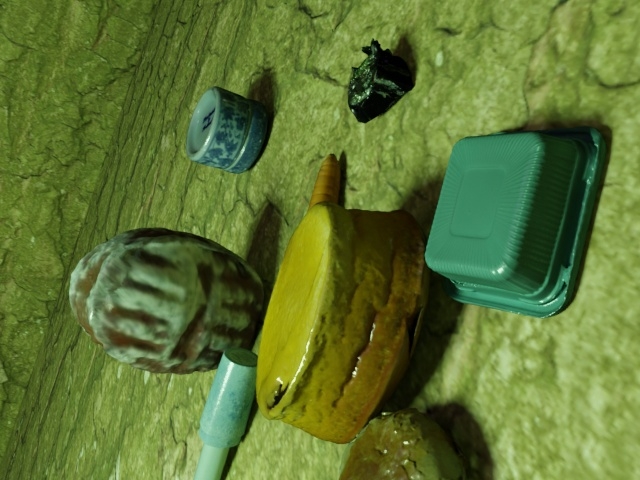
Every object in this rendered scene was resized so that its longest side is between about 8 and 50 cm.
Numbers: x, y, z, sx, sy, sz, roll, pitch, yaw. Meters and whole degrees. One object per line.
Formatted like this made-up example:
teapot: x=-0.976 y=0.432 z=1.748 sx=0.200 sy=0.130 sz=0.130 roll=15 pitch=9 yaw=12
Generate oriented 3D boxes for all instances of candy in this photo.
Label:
candy: x=-0.222 y=0.094 z=1.038 sx=0.157 sy=0.289 sz=0.214 roll=17 pitch=94 yaw=54

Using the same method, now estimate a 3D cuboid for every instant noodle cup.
instant noodle cup: x=0.169 y=-0.027 z=0.636 sx=0.157 sy=0.070 sz=0.179 roll=8 pitch=81 yaw=60

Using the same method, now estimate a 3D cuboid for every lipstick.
lipstick: x=-0.152 y=0.295 z=1.030 sx=0.061 sy=0.068 sz=0.274 roll=37 pitch=115 yaw=53

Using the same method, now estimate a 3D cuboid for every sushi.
sushi: x=0.074 y=-0.213 z=0.919 sx=0.083 sy=0.056 sz=0.085 roll=127 pitch=145 yaw=-45

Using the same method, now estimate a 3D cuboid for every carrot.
carrot: x=0.000 y=0.000 z=0.934 sx=0.066 sy=0.062 sz=0.271 roll=89 pitch=-179 yaw=-55

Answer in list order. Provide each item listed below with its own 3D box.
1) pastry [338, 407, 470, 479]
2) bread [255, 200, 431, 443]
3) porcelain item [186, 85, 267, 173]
pastry: x=0.075 y=0.235 z=0.644 sx=0.153 sy=0.081 sz=0.153 roll=-44 pitch=36 yaw=44
bread: x=0.023 y=0.087 z=0.749 sx=0.195 sy=0.142 sz=0.270 roll=-132 pitch=58 yaw=-70
porcelain item: x=-0.173 y=-0.204 z=1.282 sx=0.147 sy=0.114 sz=0.147 roll=-33 pitch=50 yaw=50
